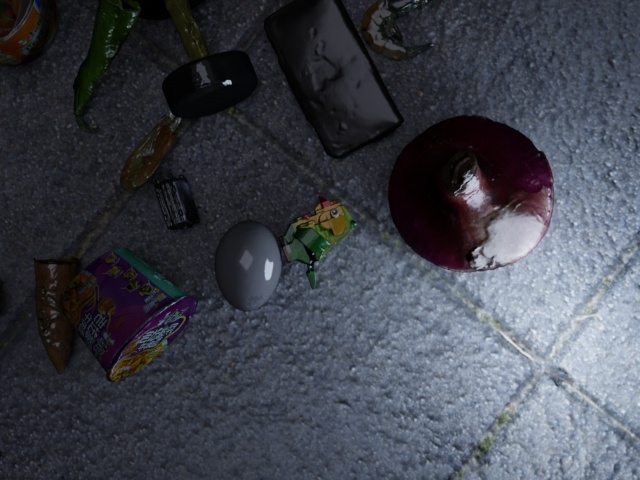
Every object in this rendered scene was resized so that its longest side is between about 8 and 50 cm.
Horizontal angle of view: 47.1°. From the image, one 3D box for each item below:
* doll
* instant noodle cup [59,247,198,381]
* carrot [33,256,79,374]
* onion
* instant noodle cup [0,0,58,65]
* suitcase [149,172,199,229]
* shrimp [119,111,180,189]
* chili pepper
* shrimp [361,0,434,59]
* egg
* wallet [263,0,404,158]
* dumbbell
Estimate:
[{"bbox_3d":[-0.007,-0.006,1.623,0.134,0.106,0.186,41,89,-4],"label":"doll"},{"bbox_3d":[-0.418,0.147,1.567,0.190,0.251,0.251,43,89,11],"label":"instant noodle cup"},{"bbox_3d":[-0.583,0.166,1.634,0.101,0.102,0.263,-2,91,1],"label":"carrot"},{"bbox_3d":[0.298,-0.104,1.490,0.347,0.385,0.348,-2,81,15],"label":"onion"},{"bbox_3d":[-0.720,-0.516,1.593,0.296,0.214,0.296,0,88,0],"label":"instant noodle cup"},{"bbox_3d":[-0.322,-0.085,1.640,0.059,0.086,0.126,-19,88,15],"label":"suitcase"},{"bbox_3d":[-0.370,-0.200,1.640,0.115,0.051,0.217,24,75,42],"label":"shrimp"},{"bbox_3d":[-0.472,-0.381,1.579,0.085,0.359,0.076,18,46,-19],"label":"chili pepper"},{"bbox_3d":[0.203,-0.497,1.670,0.217,0.051,0.150,-25,91,7],"label":"shrimp"},{"bbox_3d":[-0.158,0.055,1.602,0.146,0.146,0.199,8,95,1],"label":"egg"},{"bbox_3d":[0.024,-0.375,1.649,0.197,0.051,0.378,-28,89,14],"label":"wallet"},{"bbox_3d":[-0.283,-0.447,1.592,0.203,0.204,0.322,-22,88,0],"label":"dumbbell"}]
